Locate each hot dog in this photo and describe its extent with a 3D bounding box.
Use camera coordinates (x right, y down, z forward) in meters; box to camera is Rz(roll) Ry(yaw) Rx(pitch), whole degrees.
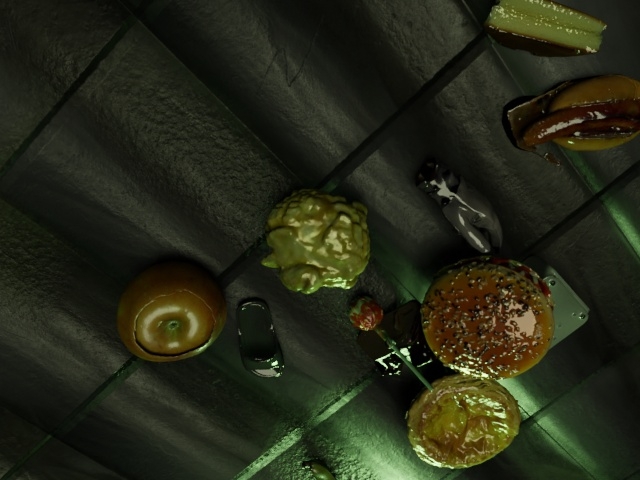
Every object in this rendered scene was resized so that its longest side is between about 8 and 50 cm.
[{"bbox_3d":[0.586,-0.256,0.975,0.325,0.107,0.194,-21,114,4],"label":"hot dog"}]

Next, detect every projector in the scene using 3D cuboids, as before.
[{"bbox_3d":[0.534,0.194,1.160,0.250,0.108,0.198,-43,111,13],"label":"projector"}]

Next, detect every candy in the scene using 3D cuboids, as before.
[{"bbox_3d":[0.166,0.248,1.074,0.078,0.288,0.084,-1,130,-46],"label":"candy"}]

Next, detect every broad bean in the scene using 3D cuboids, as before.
[{"bbox_3d":[0.023,0.763,1.383,0.075,0.067,0.325,-36,113,-23],"label":"broad bean"}]

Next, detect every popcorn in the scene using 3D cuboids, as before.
[{"bbox_3d":[0.000,0.000,0.990,0.256,0.195,0.255,41,94,-20],"label":"popcorn"}]

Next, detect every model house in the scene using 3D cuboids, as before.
[{"bbox_3d":[0.217,0.269,1.172,0.203,0.141,0.164,-27,137,29],"label":"model house"}]

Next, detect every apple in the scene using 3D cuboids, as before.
[{"bbox_3d":[-0.336,0.166,1.011,0.236,0.207,0.237,-3,115,-7],"label":"apple"}]

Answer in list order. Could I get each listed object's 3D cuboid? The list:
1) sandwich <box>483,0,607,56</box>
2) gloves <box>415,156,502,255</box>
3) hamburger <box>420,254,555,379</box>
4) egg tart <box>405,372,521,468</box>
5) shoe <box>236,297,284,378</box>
[{"bbox_3d":[0.438,-0.431,0.901,0.244,0.088,0.090,12,103,-6],"label":"sandwich"},{"bbox_3d":[0.327,-0.066,1.022,0.119,0.142,0.285,-26,117,36],"label":"gloves"},{"bbox_3d":[0.373,0.173,1.018,0.300,0.176,0.300,5,103,24],"label":"hamburger"},{"bbox_3d":[0.391,0.490,1.260,0.341,0.132,0.342,-1,113,-3],"label":"egg tart"},{"bbox_3d":[-0.159,0.268,1.136,0.108,0.093,0.241,-10,112,-2],"label":"shoe"}]
